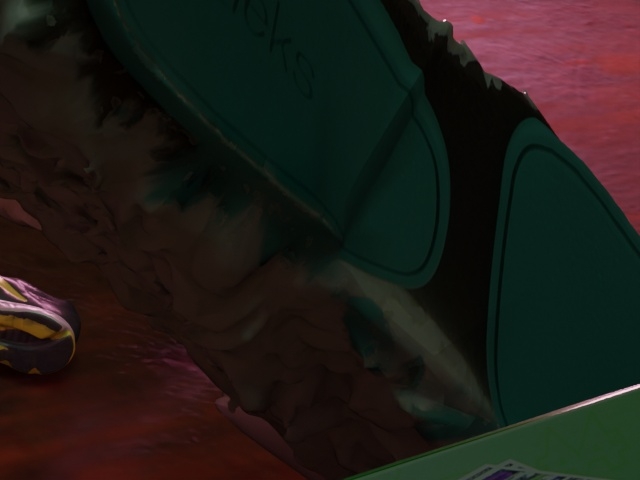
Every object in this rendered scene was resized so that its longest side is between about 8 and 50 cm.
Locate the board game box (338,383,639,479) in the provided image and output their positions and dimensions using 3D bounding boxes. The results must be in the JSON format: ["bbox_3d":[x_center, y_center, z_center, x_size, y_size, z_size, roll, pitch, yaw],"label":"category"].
[{"bbox_3d":[0.017,0.137,0.341,0.317,0.046,0.213,-20,45,16],"label":"board game box"}]

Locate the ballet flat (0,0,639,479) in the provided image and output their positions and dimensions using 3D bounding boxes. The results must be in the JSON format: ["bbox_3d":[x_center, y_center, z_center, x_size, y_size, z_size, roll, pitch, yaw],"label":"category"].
[{"bbox_3d":[0.000,0.000,0.590,0.409,0.147,0.147,47,3,-43],"label":"ballet flat"}]

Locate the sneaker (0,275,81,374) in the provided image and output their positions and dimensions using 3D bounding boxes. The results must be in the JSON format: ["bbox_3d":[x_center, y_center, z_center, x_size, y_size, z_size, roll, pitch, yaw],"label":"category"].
[{"bbox_3d":[-0.127,0.026,0.734,0.083,0.031,0.035,22,16,4],"label":"sneaker"}]
